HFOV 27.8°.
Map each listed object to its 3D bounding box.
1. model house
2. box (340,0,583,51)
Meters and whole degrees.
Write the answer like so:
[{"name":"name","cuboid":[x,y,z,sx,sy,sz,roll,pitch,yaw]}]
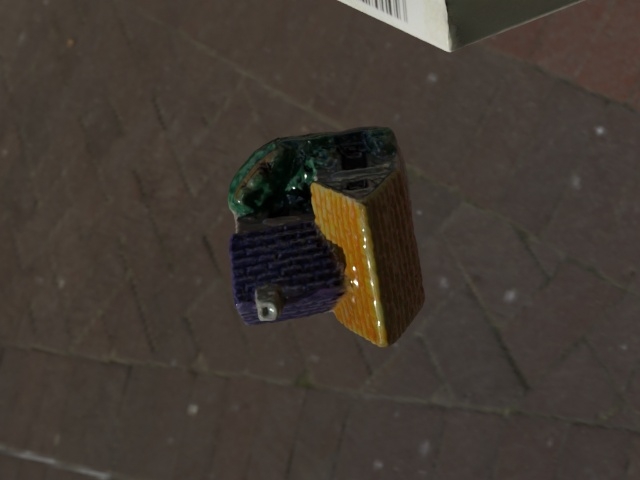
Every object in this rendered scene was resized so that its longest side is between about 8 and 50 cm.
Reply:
[{"name":"model house","cuboid":[0.000,0.000,0.679,0.100,0.100,0.088,-89,-10,-65]},{"name":"box","cuboid":[0.024,-0.103,0.394,0.167,0.090,0.024,37,143,49]}]
